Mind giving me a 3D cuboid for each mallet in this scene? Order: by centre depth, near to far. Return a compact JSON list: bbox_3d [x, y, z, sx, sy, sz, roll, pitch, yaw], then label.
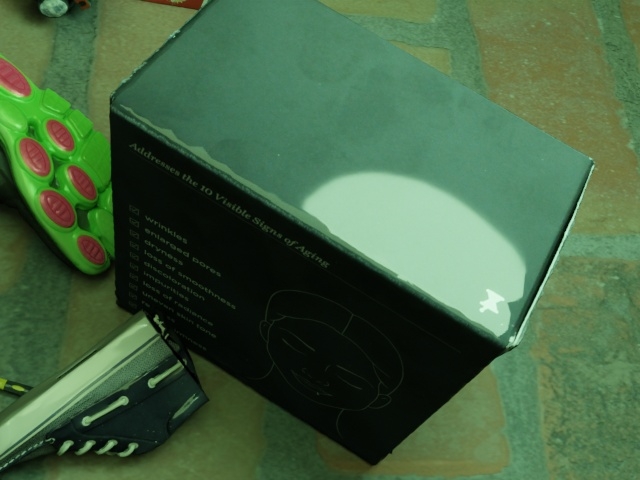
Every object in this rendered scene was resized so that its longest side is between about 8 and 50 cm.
[{"bbox_3d":[-0.440,0.189,1.053,0.189,0.039,0.062,13,63,-10],"label":"mallet"}]

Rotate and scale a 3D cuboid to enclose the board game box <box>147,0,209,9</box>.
[{"bbox_3d":[-0.241,-0.564,1.494,0.316,0.064,0.242,7,60,-9],"label":"board game box"}]

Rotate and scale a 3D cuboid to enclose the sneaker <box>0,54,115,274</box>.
[{"bbox_3d":[-0.480,-0.139,1.152,0.483,0.202,0.185,48,44,-3],"label":"sneaker"}]

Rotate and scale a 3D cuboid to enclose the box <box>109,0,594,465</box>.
[{"bbox_3d":[0.000,0.000,1.002,0.479,0.472,0.297,32,60,5],"label":"box"}]

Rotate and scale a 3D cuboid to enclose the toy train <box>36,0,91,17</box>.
[{"bbox_3d":[-0.459,-0.556,1.369,0.190,0.142,0.334,-20,65,9],"label":"toy train"}]

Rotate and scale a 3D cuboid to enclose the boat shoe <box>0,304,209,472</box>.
[{"bbox_3d":[-0.306,0.245,1.000,0.340,0.127,0.158,-37,101,-13],"label":"boat shoe"}]
